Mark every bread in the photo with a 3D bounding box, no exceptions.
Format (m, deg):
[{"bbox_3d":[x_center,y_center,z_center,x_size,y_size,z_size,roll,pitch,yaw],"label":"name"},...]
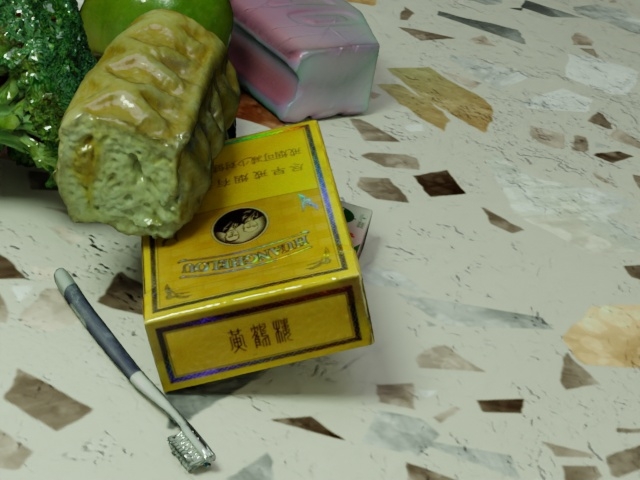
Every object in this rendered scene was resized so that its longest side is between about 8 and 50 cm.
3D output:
[{"bbox_3d":[-0.156,-0.120,1.315,0.129,0.152,0.268,-15,30,18],"label":"bread"}]

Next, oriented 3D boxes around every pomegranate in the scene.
[{"bbox_3d":[-0.180,-0.263,1.706,0.159,0.190,0.241,32,17,8],"label":"pomegranate"}]

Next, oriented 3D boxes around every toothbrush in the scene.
[{"bbox_3d":[-0.171,0.108,1.213,0.026,0.024,0.288,-21,43,-26],"label":"toothbrush"}]

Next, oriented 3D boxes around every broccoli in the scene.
[{"bbox_3d":[-0.346,-0.167,1.386,0.307,0.308,0.275,32,66,29],"label":"broccoli"}]

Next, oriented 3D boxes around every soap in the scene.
[{"bbox_3d":[-0.054,-0.279,1.856,0.192,0.109,0.324,-10,36,-37],"label":"soap"}]

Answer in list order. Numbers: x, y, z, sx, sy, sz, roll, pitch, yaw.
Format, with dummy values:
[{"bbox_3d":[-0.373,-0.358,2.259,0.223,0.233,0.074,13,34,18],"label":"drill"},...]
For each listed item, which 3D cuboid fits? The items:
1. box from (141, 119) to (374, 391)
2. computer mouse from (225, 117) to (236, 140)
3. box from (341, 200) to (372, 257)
[{"bbox_3d":[-0.070,0.004,1.309,0.192,0.084,0.301,-14,32,0],"label":"box"},{"bbox_3d":[-0.139,-0.128,1.545,0.077,0.147,0.242,-14,30,6],"label":"computer mouse"},{"bbox_3d":[0.000,0.000,1.451,0.089,0.043,0.125,16,29,3],"label":"box"}]
